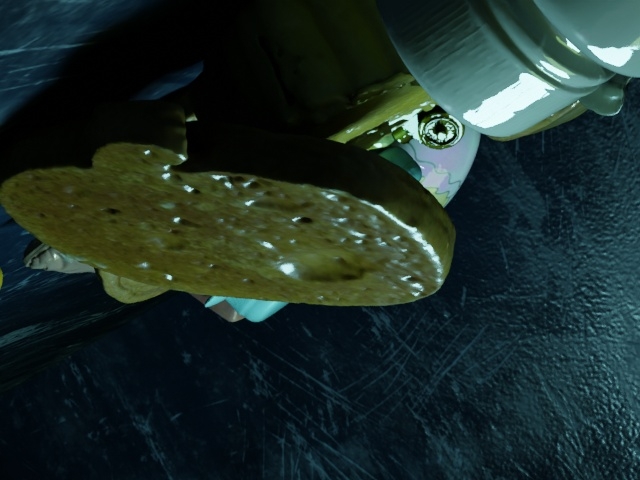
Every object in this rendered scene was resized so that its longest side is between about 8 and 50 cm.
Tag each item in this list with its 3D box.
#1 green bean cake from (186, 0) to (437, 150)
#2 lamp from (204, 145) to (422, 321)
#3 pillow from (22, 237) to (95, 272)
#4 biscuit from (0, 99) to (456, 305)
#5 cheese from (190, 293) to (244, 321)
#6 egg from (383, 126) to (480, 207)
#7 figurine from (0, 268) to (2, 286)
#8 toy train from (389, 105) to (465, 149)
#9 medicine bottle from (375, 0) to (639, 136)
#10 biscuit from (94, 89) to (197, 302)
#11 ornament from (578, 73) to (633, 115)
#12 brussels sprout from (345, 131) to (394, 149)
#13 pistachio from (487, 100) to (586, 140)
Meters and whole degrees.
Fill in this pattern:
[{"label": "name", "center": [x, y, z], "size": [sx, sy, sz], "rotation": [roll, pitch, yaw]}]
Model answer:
[{"label": "green bean cake", "center": [0.022, -0.147, 1.337], "size": [0.230, 0.131, 0.224], "rotation": [-24, 173, -24]}, {"label": "lamp", "center": [-0.007, -0.010, 1.956], "size": [0.284, 0.147, 0.209], "rotation": [-22, -178, 9]}, {"label": "pillow", "center": [-0.169, -0.039, 1.714], "size": [0.236, 0.084, 0.223], "rotation": [-38, 168, 24]}, {"label": "biscuit", "center": [-0.082, -0.032, 1.286], "size": [0.368, 0.063, 0.314], "rotation": [4, 157, 25]}, {"label": "cheese", "center": [-0.134, -0.019, 2.370], "size": [0.128, 0.203, 0.177], "rotation": [-18, 139, -53]}, {"label": "egg", "center": [0.083, -0.098, 2.105], "size": [0.271, 0.196, 0.196], "rotation": [-20, -177, 37]}, {"label": "figurine", "center": [-0.393, 0.071, 1.721], "size": [0.176, 0.121, 0.122], "rotation": [-40, -158, 18]}, {"label": "toy train", "center": [0.135, -0.187, 1.699], "size": [0.225, 0.137, 0.090], "rotation": [-36, -148, 28]}, {"label": "medicine bottle", "center": [0.211, -0.221, 1.096], "size": [0.340, 0.208, 0.208], "rotation": [-30, 177, 34]}, {"label": "biscuit", "center": [-0.107, -0.052, 1.597], "size": [0.257, 0.049, 0.273], "rotation": [-27, 154, -34]}, {"label": "ornament", "center": [0.324, -0.261, 1.659], "size": [0.260, 0.106, 0.251], "rotation": [-26, 137, -55]}, {"label": "brussels sprout", "center": [0.027, -0.139, 1.902], "size": [0.139, 0.100, 0.181], "rotation": [-27, -166, 16]}, {"label": "pistachio", "center": [0.274, -0.210, 2.017], "size": [0.212, 0.163, 0.260], "rotation": [-66, -166, 4]}]
